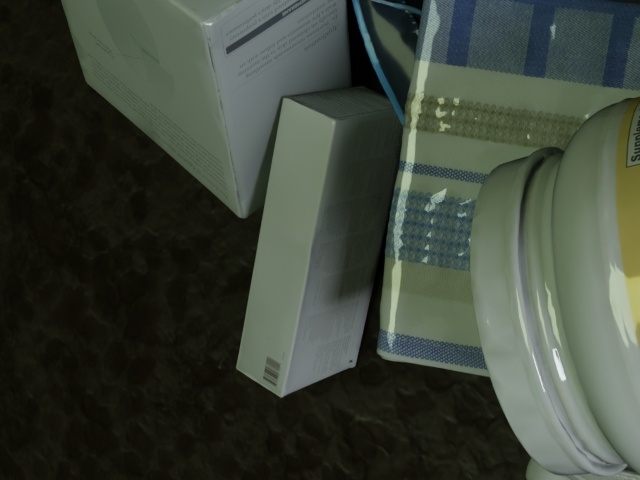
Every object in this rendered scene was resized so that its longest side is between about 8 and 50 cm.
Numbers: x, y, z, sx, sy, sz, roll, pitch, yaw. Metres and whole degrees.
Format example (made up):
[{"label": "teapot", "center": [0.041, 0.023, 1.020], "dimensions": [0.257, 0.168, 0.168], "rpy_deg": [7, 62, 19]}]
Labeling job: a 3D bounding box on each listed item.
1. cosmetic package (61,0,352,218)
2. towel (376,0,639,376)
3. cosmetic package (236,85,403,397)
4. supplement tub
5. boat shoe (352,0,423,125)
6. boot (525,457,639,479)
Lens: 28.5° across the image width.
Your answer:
[{"label": "cosmetic package", "center": [-0.096, -0.179, 1.009], "dimensions": [0.224, 0.138, 0.225], "rpy_deg": [41, 155, 28]}, {"label": "towel", "center": [0.157, -0.034, 0.900], "dimensions": [0.209, 0.034, 0.285], "rpy_deg": [7, 99, 6]}, {"label": "cosmetic package", "center": [0.000, 0.000, 1.016], "dimensions": [0.060, 0.099, 0.239], "rpy_deg": [28, 118, 35]}, {"label": "supplement tub", "center": [0.278, 0.015, 0.718], "dimensions": [0.331, 0.241, 0.241], "rpy_deg": [-14, 85, 30]}, {"label": "boat shoe", "center": [0.107, -0.118, 0.960], "dimensions": [0.089, 0.109, 0.258], "rpy_deg": [-25, 95, 25]}, {"label": "boot", "center": [0.274, 0.155, 0.854], "dimensions": [0.258, 0.095, 0.123], "rpy_deg": [18, 98, 26]}]
